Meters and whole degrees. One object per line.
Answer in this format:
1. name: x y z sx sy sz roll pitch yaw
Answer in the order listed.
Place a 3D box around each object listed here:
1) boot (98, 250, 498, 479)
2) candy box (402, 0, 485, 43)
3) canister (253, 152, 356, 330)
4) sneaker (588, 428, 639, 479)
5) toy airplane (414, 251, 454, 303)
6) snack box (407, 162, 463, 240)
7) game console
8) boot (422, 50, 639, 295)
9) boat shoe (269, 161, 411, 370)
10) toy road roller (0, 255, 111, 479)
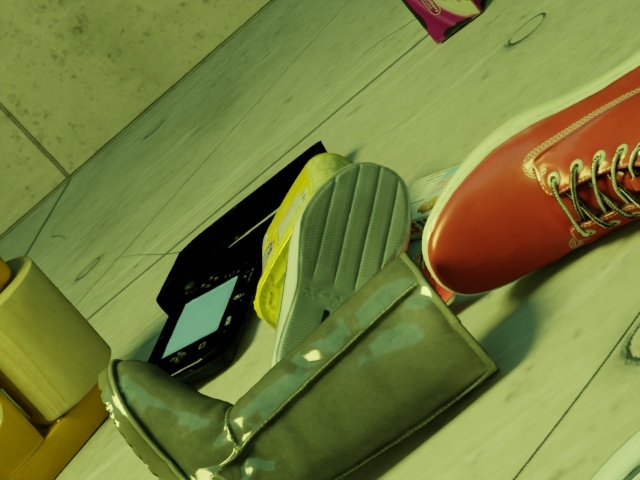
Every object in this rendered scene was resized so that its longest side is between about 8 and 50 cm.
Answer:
1. boot: -0.019 0.082 0.958 0.208 0.189 0.076 -48 -25 8
2. candy box: 0.130 -0.347 1.783 0.071 0.159 0.233 -34 17 26
3. canister: 0.000 0.000 1.251 0.126 0.073 0.170 -60 9 12
4. sneaker: 0.177 0.086 0.513 0.258 0.094 0.091 -39 10 13
5. toy airplane: 0.085 0.018 1.084 0.151 0.028 0.151 -55 4 5
6. snack box: 0.110 -0.036 1.201 0.064 0.022 0.178 -50 16 -27
7. game console: -0.086 0.035 1.482 0.213 0.044 0.361 -37 16 22
8. boot: 0.168 -0.031 0.909 0.244 0.088 0.176 -36 17 11
9. boat shoe: 0.004 0.041 1.093 0.076 0.083 0.226 111 -178 -50
10. toy road roller: -0.386 0.173 1.494 0.329 0.202 0.240 -49 24 -25
